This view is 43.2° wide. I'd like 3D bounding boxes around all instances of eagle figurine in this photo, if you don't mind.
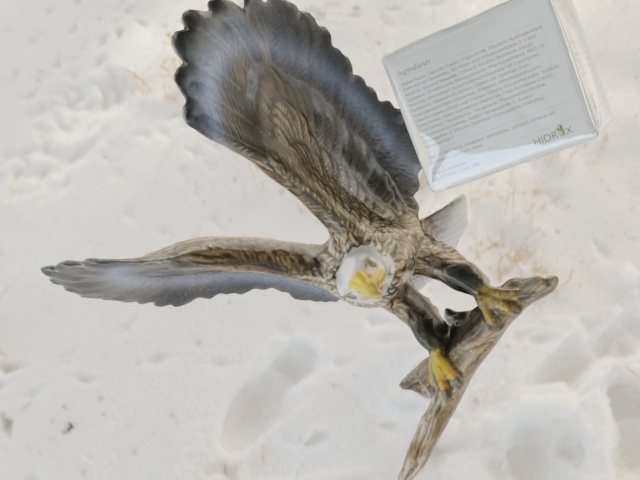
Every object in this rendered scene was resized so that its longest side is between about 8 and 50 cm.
[{"bbox_3d":[0.002,-0.002,0.559,0.298,0.225,0.226,30,65,-4],"label":"eagle figurine"}]

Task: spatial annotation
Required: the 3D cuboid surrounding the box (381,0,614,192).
[{"bbox_3d":[0.109,-0.090,0.481,0.102,0.101,0.087,-18,95,27],"label":"box"}]
